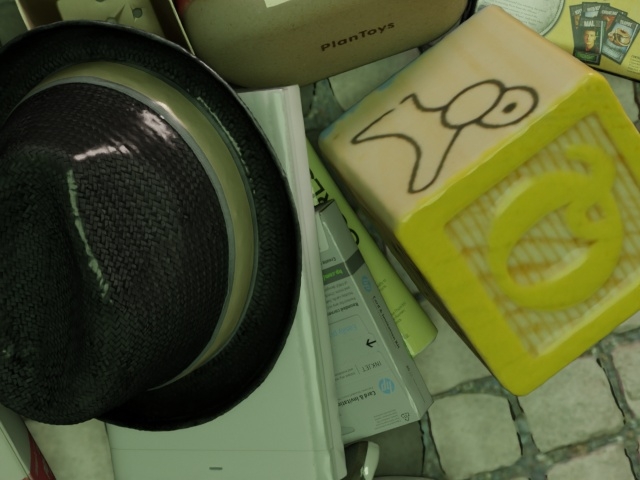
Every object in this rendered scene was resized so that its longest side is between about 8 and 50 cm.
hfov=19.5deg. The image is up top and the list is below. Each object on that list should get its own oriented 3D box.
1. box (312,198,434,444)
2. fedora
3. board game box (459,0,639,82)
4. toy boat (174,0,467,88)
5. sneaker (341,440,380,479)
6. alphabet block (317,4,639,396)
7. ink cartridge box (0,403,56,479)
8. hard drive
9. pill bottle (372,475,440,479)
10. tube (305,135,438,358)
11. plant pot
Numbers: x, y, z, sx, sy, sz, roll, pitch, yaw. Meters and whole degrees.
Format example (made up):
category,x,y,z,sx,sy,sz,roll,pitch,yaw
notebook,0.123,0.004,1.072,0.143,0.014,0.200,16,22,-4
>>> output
category,x,y,z,sx,sy,sz,roll,pitch,yaw
box,-0.013,0.076,1.494,0.145,0.038,0.186,-22,99,29
fedora,-0.174,0.015,1.360,0.334,0.152,0.334,10,117,20
board game box,0.252,-0.216,1.516,0.243,0.042,0.165,16,96,-8
toy boat,-0.005,-0.219,1.455,0.231,0.151,0.151,-18,67,-2
sneaker,-0.019,0.200,1.500,0.065,0.061,0.158,39,124,-19
alphabet block,0.142,-0.035,1.427,0.192,0.197,0.193,-38,118,1
ink cartridge box,-0.350,0.137,1.428,0.207,0.117,0.283,-25,114,-2
hard drive,-0.092,0.039,1.466,0.203,0.040,0.307,-3,100,27
pill bottle,0.067,0.292,1.530,0.108,0.108,0.180,1,97,-6
tube,0.000,0.000,1.512,0.070,0.062,0.240,-40,96,-35
plant pot,-0.165,-0.166,1.449,0.109,0.096,0.109,-23,99,-1
